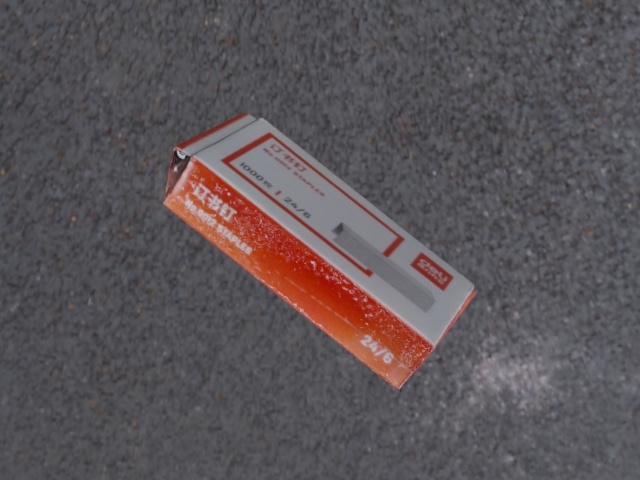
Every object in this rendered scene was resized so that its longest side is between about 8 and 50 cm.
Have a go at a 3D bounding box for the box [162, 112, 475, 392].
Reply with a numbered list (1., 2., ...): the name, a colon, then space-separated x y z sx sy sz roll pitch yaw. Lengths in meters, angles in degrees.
1. box: 0.000 0.000 0.769 0.229 0.123 0.050 39 118 6
